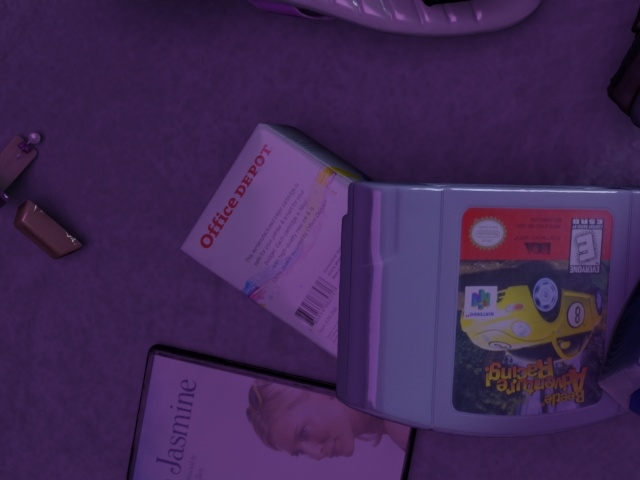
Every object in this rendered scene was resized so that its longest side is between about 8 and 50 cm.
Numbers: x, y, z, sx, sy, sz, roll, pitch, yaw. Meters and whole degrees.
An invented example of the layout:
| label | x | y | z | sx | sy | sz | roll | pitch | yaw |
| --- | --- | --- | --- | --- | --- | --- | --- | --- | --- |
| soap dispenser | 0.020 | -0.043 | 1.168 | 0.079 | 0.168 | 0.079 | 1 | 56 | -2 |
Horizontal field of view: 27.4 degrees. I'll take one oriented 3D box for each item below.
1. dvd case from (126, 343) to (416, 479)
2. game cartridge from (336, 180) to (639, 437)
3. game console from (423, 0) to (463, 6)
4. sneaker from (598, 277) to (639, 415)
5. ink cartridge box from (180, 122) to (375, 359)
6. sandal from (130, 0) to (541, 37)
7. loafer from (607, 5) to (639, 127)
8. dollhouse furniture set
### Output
| label | x | y | z | sx | sy | sz | roll | pitch | yaw |
| --- | --- | --- | --- | --- | --- | --- | --- | --- | --- |
| dvd case | -0.049 | 0.206 | 1.178 | 0.253 | 0.022 | 0.180 | 12 | 97 | 12 |
| game cartridge | 0.153 | 0.053 | 1.024 | 0.294 | 0.060 | 0.196 | -1 | 99 | -25 |
| game console | 0.112 | -0.249 | 1.028 | 0.122 | 0.107 | 0.071 | -48 | 114 | -16 |
| sneaker | 0.365 | 0.021 | 0.991 | 0.182 | 0.127 | 0.315 | 35 | 77 | 2 |
| ink cartridge box | 0.000 | 0.000 | 1.098 | 0.176 | 0.127 | 0.128 | 35 | 100 | 7 |
| sandal | -0.019 | -0.251 | 1.100 | 0.417 | 0.102 | 0.169 | 7 | 76 | -4 |
| loafer | 0.319 | -0.227 | 1.037 | 0.095 | 0.109 | 0.302 | 41 | 95 | 26 |
| dollhouse furniture set | -0.263 | -0.039 | 1.216 | 0.114 | 0.091 | 0.081 | 42 | 60 | -15 |
